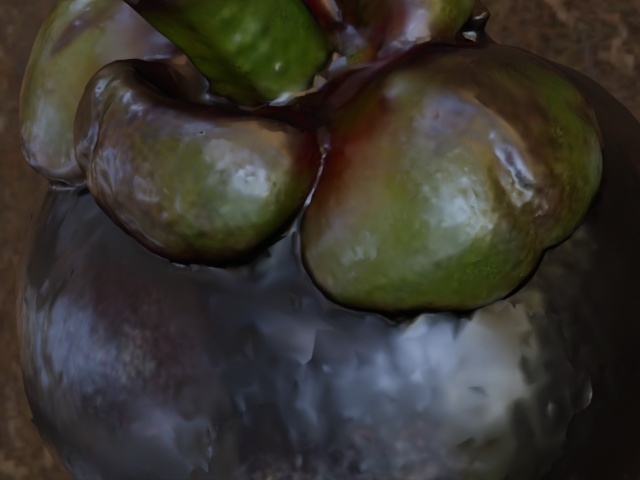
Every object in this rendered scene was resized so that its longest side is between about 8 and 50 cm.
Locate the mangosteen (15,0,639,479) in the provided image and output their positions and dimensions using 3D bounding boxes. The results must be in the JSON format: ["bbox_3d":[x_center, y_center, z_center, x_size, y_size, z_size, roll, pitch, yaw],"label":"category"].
[{"bbox_3d":[-0.002,0.004,0.518,0.233,0.287,0.287,-49,51,9],"label":"mangosteen"}]
